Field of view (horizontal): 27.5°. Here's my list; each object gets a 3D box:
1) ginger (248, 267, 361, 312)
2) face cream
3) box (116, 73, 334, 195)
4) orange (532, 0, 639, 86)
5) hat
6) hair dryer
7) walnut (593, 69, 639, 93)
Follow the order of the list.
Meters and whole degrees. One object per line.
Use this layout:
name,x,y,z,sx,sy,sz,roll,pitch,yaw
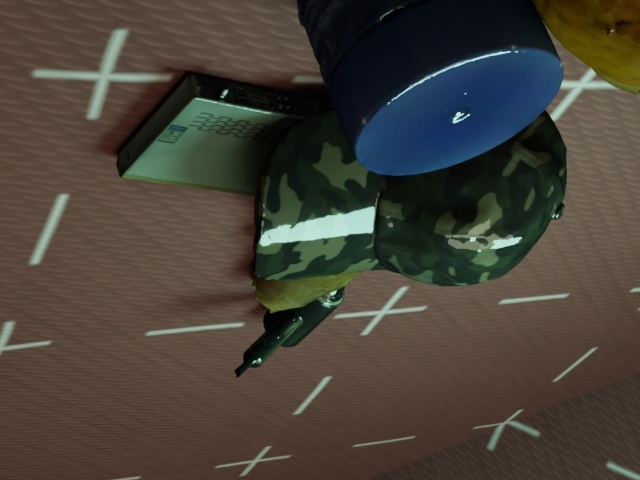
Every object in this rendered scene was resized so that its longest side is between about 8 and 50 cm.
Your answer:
ginger,0.021,-0.010,1.975,0.236,0.166,0.375,-26,175,-19
face cream,0.115,-0.228,1.454,0.249,0.225,0.249,-17,156,-8
box,-0.105,-0.132,1.706,0.270,0.045,0.211,6,146,-39
orange,0.366,-0.314,1.325,0.340,0.341,0.293,-19,180,2
hat,0.114,-0.033,1.713,0.381,0.257,0.366,-28,134,-37
hair dryer,-0.055,0.141,2.122,0.195,0.078,0.248,-45,-179,42
walnut,0.442,-0.273,1.615,0.297,0.203,0.203,-5,157,13
